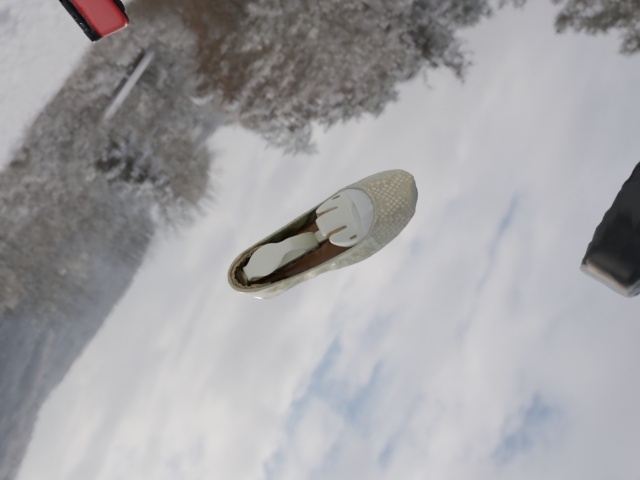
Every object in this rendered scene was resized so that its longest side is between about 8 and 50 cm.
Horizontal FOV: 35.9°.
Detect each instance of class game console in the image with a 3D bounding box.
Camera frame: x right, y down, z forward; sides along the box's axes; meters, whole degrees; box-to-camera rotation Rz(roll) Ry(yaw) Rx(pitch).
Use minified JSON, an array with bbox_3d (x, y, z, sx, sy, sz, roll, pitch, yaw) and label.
[{"bbox_3d":[-0.253,-0.295,1.057,0.085,0.144,0.124,-24,-154,30],"label":"game console"}]

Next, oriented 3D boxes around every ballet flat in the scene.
[{"bbox_3d":[0.000,0.000,0.753,0.168,0.057,0.052,-33,164,22],"label":"ballet flat"}]

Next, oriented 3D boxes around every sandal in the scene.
[{"bbox_3d":[0.289,-0.123,0.721,0.445,0.107,0.168,-36,153,-43],"label":"sandal"}]
